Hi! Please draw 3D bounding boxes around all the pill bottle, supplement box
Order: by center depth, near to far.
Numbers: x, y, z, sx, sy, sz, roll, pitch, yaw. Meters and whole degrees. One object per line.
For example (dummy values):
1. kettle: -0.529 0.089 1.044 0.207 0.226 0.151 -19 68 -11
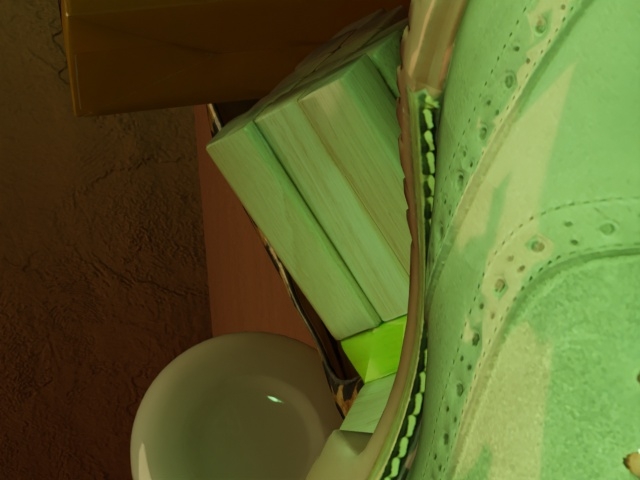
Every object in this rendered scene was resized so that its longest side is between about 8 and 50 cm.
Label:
1. supplement box: -0.034 -0.178 0.927 0.129 0.191 0.194 107 156 -73
2. pill bottle: -0.060 0.192 1.591 0.323 0.182 0.181 107 155 -73

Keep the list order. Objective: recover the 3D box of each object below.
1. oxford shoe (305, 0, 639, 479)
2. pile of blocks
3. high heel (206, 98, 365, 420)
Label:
1. oxford shoe: 0.078 0.030 0.409 0.130 0.123 0.348 -112 29 -52
2. pile of blocks: 0.089 0.078 0.668 0.113 0.149 0.362 -22 82 39
3. high heel: 0.000 0.000 0.942 0.186 0.093 0.261 47 -168 -19
